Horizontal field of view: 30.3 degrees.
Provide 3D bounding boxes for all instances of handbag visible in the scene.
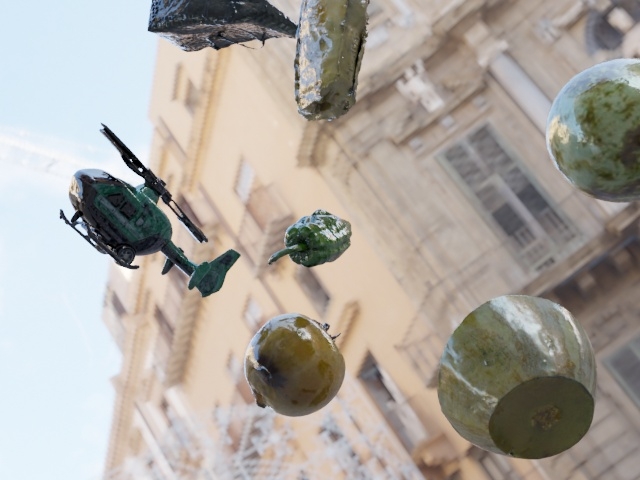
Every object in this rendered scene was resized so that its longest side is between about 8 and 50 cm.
[{"bbox_3d":[-0.177,-0.379,2.056,0.270,0.088,0.175,0,-16,31],"label":"handbag"}]

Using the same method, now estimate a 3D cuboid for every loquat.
[{"bbox_3d":[-0.037,0.181,1.732,0.163,0.163,0.137,-34,-40,-2],"label":"loquat"}]

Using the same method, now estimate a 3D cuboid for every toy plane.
[{"bbox_3d":[-0.277,-0.021,1.886,0.155,0.106,0.381,-51,-53,-11],"label":"toy plane"}]

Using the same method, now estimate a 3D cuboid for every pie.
[{"bbox_3d":[0.015,-0.286,1.489,0.068,0.282,0.129,17,-24,-25],"label":"pie"}]

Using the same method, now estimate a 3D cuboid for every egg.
[{"bbox_3d":[0.516,-0.183,1.946,0.290,0.238,0.238,-6,-28,3],"label":"egg"}]

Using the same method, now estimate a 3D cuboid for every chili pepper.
[{"bbox_3d":[-0.003,-0.005,1.781,0.257,0.100,0.074,-23,-61,-78],"label":"chili pepper"}]

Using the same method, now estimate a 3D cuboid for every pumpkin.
[{"bbox_3d":[0.266,0.188,1.499,0.218,0.110,0.217,-5,-72,-14],"label":"pumpkin"}]
